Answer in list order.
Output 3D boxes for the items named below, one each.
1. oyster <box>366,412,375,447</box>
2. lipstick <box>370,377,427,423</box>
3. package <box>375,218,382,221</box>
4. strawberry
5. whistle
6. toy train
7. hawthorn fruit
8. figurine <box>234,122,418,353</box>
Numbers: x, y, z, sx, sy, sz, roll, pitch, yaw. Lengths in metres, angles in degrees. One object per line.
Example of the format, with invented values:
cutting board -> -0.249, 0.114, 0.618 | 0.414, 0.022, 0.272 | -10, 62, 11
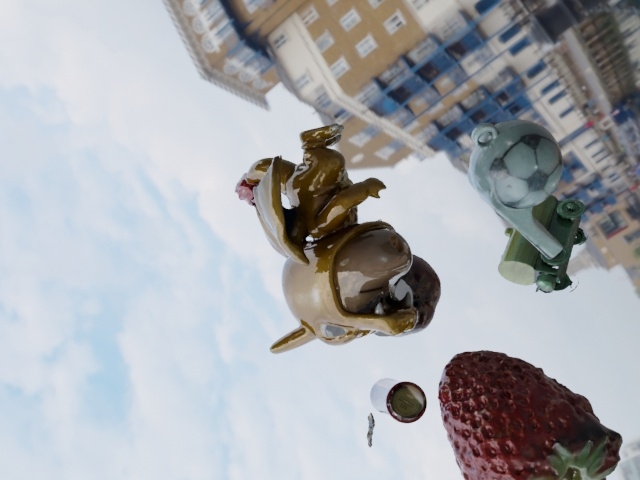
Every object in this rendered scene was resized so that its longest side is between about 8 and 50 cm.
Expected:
oyster -> 0.123, 0.466, 1.779 | 0.054, 0.019, 0.083 | -42, -42, -85
lipstick -> 0.151, 0.314, 1.430 | 0.080, 0.080, 0.241 | 56, 172, 5
package -> 0.132, -0.026, 1.733 | 0.083, 0.059, 0.029 | -119, 14, -56
strawberry -> 0.379, 0.378, 1.396 | 0.292, 0.292, 0.310 | 42, 178, -28
whistle -> 0.345, -0.106, 1.211 | 0.290, 0.163, 0.163 | 35, -152, -32
toy train -> 0.560, 0.010, 1.809 | 0.307, 0.189, 0.126 | -60, -43, -35
hawthorn fruit -> 0.155, 0.110, 1.569 | 0.189, 0.189, 0.251 | 49, 177, -13
figurine -> 0.001, -0.001, 1.330 | 0.401, 0.268, 0.387 | 169, 87, -72
